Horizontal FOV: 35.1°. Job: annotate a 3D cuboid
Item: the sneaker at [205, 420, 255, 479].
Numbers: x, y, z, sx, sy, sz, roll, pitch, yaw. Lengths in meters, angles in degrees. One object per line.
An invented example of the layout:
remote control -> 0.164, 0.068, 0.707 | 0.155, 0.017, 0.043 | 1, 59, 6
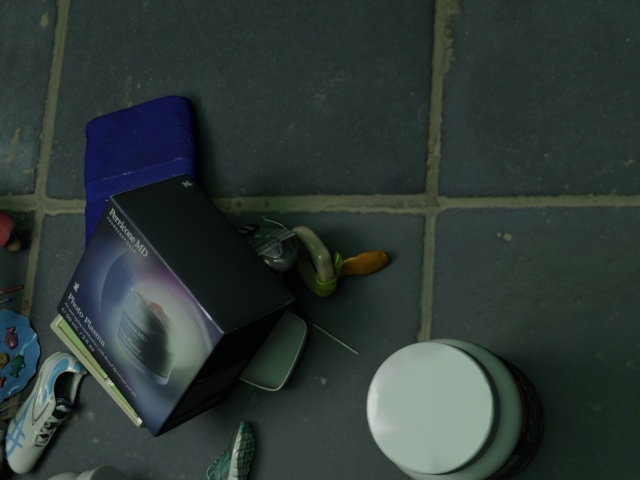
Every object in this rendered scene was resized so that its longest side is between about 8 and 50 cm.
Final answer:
sneaker -> -0.162, 0.390, 1.737 | 0.076, 0.065, 0.167 | 7, 79, 25

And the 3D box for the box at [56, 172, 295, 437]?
box -> -0.247, 0.103, 1.659 | 0.296, 0.182, 0.294 | 48, 128, 17

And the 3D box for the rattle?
rattle -> 0.000, 0.000, 1.767 | 0.142, 0.130, 0.199 | -37, 36, -10

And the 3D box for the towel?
towel -> -0.329, -0.112, 1.883 | 0.227, 0.076, 0.308 | -14, 61, 11

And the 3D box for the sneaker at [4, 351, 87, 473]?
sneaker -> -0.506, 0.322, 1.860 | 0.086, 0.085, 0.237 | 20, 85, 37

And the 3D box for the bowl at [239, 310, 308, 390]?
bowl -> -0.095, 0.182, 1.762 | 0.142, 0.053, 0.142 | 22, 86, 22

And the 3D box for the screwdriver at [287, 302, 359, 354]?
screwdriver -> -0.004, 0.154, 1.753 | 0.170, 0.024, 0.025 | 37, 63, 21

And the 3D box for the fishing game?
fishing game -> -0.632, 0.222, 1.956 | 0.189, 0.041, 0.264 | -14, 73, 15

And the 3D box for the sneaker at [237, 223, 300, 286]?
sneaker -> -0.077, 0.051, 1.726 | 0.086, 0.228, 0.132 | -27, 110, -18

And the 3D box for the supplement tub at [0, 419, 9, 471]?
supplement tub -> -0.663, 0.422, 1.861 | 0.144, 0.144, 0.200 | 17, 87, 22

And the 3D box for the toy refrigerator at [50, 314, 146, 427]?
toy refrigerator -> -0.362, 0.210, 1.831 | 0.269, 0.094, 0.102 | 43, 94, 22

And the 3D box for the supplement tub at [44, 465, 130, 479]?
supplement tub -> -0.469, 0.531, 1.724 | 0.316, 0.228, 0.228 | -26, 71, 13

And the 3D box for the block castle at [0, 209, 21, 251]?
block castle -> -0.727, 0.154, 1.852 | 0.303, 0.213, 0.453 | -26, 46, 28

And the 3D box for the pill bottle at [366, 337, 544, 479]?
pill bottle -> 0.200, 0.254, 1.470 | 0.210, 0.363, 0.210 | -4, 77, 19
